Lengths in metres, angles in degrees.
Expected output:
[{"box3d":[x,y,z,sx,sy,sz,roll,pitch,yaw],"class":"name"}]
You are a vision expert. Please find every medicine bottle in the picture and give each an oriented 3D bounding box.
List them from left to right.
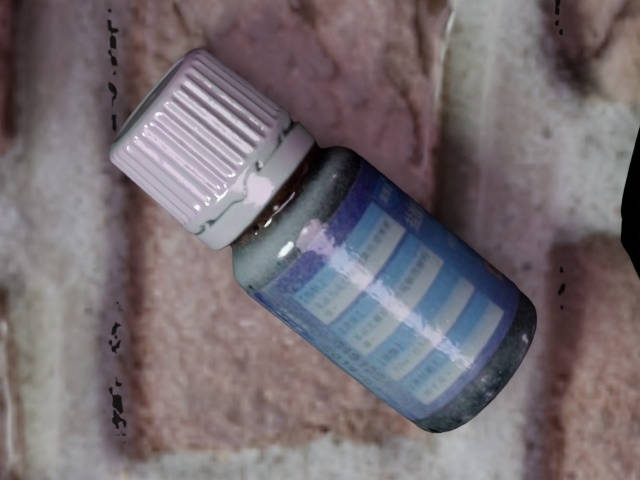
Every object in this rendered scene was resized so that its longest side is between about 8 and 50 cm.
[{"box3d":[0.000,0.000,0.787,0.203,0.083,0.083,37,95,-13],"class":"medicine bottle"}]

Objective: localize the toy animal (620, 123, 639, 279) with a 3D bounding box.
[{"box3d":[0.241,-0.023,0.774,0.204,0.156,0.208,6,104,-4],"class":"toy animal"}]
